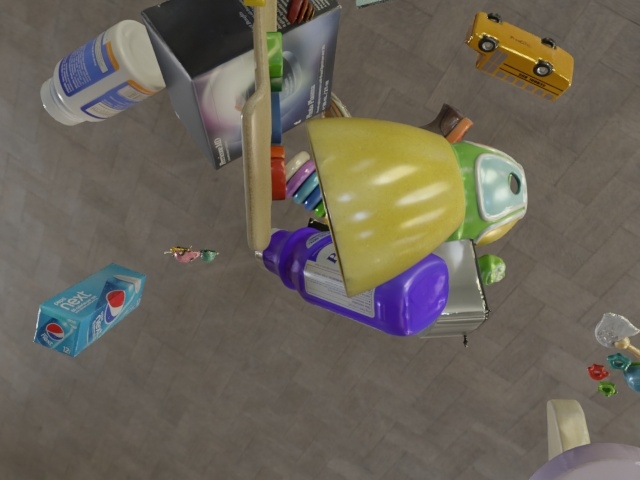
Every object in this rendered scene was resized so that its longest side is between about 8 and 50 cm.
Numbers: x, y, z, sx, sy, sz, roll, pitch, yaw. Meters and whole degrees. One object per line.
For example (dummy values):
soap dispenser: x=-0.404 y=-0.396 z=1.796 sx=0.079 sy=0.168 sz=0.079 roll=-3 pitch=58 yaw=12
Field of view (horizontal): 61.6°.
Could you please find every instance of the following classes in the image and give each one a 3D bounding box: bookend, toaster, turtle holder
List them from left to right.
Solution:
bookend: x=0.000 y=0.000 z=1.784 sx=0.156 sy=0.072 sz=0.157 roll=20 pitch=162 yaw=-17
toaster: x=0.248 y=0.107 z=1.056 sx=0.110 sy=0.186 sz=0.168 roll=-4 pitch=159 yaw=-5
turtle holder: x=0.359 y=-0.080 z=1.258 sx=0.227 sy=0.320 sz=0.243 roll=-3 pitch=148 yaw=-2

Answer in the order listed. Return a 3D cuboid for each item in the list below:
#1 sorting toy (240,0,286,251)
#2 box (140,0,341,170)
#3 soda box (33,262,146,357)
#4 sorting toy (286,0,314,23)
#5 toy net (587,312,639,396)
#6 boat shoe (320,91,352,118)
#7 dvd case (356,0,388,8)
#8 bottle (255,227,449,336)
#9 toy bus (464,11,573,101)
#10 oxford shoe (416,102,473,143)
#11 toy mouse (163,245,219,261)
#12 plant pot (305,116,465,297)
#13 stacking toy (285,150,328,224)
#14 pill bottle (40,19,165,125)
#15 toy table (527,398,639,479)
sorting toy: x=-0.054 y=-0.166 z=0.559 sx=0.041 sy=0.229 sz=0.307 roll=1 pitch=141 yaw=-4
box: x=-0.136 y=-0.329 z=1.021 sx=0.183 sy=0.294 sz=0.296 roll=55 pitch=166 yaw=17
soda box: x=-0.375 y=0.108 z=0.895 sx=0.071 sy=0.210 sz=0.067 roll=20 pitch=108 yaw=3
sorting toy: x=-0.025 y=-0.378 z=0.844 sx=0.042 sy=0.102 sz=0.061 roll=17 pitch=160 yaw=-17
toy net: x=0.590 y=0.221 z=1.069 sx=0.122 sy=0.045 sz=0.232 roll=-10 pitch=120 yaw=40
boat shoe: x=0.047 y=-0.365 z=1.691 sx=0.116 sy=0.123 sz=0.324 roll=-39 pitch=83 yaw=10
dvd case: x=0.136 y=-0.578 z=1.215 sx=0.119 sy=0.013 sz=0.087 roll=-8 pitch=77 yaw=12
bottle: x=0.026 y=0.040 z=0.718 sx=0.282 sy=0.118 sz=0.092 roll=16 pitch=120 yaw=43
toy bus: x=0.578 y=-0.539 z=1.577 sx=0.332 sy=0.108 sz=0.130 roll=21 pitch=157 yaw=-7
oxford shoe: x=0.332 y=-0.293 z=1.786 sx=0.364 sy=0.130 sz=0.133 roll=-46 pitch=81 yaw=5
toy mouse: x=-0.315 y=0.038 z=1.351 sx=0.143 sy=0.161 sz=0.031 roll=7 pitch=94 yaw=22
plant pot: x=0.050 y=-0.034 z=0.398 sx=0.095 sy=0.134 sz=0.134 roll=-14 pitch=112 yaw=0
stacking toy: x=0.024 y=-0.102 z=1.562 sx=0.330 sy=0.141 sz=0.141 roll=43 pitch=121 yaw=-1
pill bottle: x=-0.475 y=-0.352 z=1.170 sx=0.272 sy=0.152 sz=0.152 roll=-16 pitch=109 yaw=26
toy table: x=0.225 y=0.279 z=0.449 sx=0.252 sy=0.161 sz=0.274 roll=10 pitch=97 yaw=10
